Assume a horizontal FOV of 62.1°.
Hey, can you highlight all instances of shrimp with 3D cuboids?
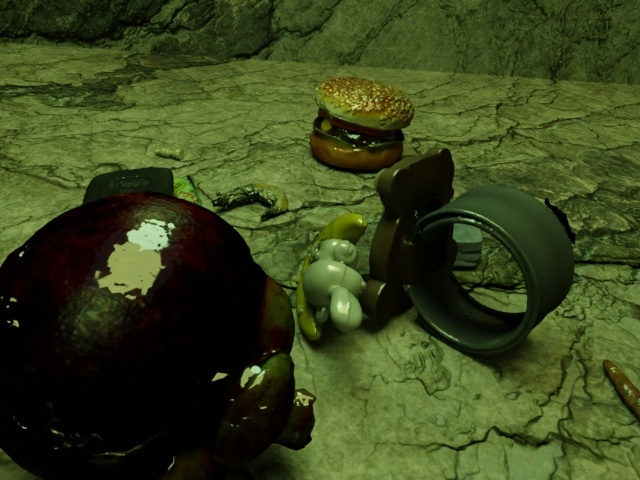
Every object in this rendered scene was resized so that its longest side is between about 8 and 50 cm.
[{"bbox_3d":[-0.177,-0.103,1.405,0.217,0.051,0.150,-18,44,-39],"label":"shrimp"}]

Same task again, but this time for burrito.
[{"bbox_3d":[-0.358,-0.096,1.357,0.104,0.054,0.288,-8,33,-19],"label":"burrito"}]

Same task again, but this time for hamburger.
[{"bbox_3d":[0.132,-0.388,1.727,0.330,0.250,0.330,4,32,-2],"label":"hamburger"}]

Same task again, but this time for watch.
[{"bbox_3d":[0.275,0.024,0.979,0.327,0.335,0.314,18,32,39],"label":"watch"}]

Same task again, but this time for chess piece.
[{"bbox_3d":[-0.476,-0.275,1.664,0.092,0.035,0.035,9,31,13],"label":"chess piece"}]

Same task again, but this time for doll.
[{"bbox_3d":[0.022,0.071,0.978,0.111,0.252,0.237,25,64,-16],"label":"doll"}]

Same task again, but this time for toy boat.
[{"bbox_3d":[0.312,-0.033,1.328,0.127,0.078,0.283,-2,32,-6],"label":"toy boat"}]

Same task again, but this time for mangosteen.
[{"bbox_3d":[-0.226,0.154,0.699,0.381,0.421,0.381,-31,10,6],"label":"mangosteen"}]

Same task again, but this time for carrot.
[{"bbox_3d":[0.528,0.261,0.907,0.036,0.035,0.165,0,29,-9],"label":"carrot"}]

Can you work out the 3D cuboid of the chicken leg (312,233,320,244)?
[{"bbox_3d":[-0.002,0.001,1.280,0.036,0.021,0.083,-1,25,9],"label":"chicken leg"}]

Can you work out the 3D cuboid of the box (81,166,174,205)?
[{"bbox_3d":[-0.468,-0.120,1.303,0.213,0.042,0.201,-7,41,-12],"label":"box"}]
